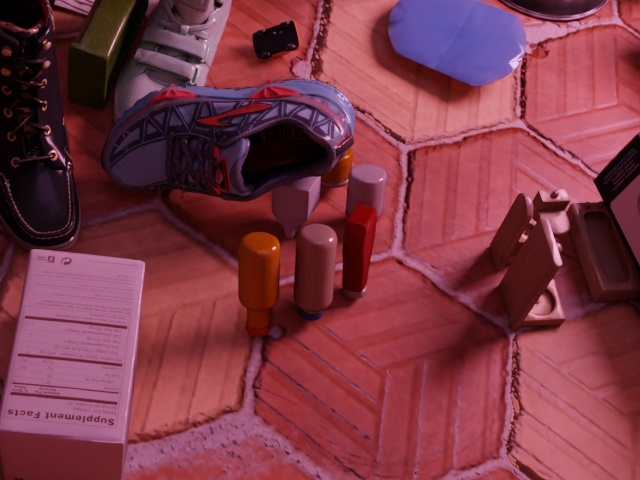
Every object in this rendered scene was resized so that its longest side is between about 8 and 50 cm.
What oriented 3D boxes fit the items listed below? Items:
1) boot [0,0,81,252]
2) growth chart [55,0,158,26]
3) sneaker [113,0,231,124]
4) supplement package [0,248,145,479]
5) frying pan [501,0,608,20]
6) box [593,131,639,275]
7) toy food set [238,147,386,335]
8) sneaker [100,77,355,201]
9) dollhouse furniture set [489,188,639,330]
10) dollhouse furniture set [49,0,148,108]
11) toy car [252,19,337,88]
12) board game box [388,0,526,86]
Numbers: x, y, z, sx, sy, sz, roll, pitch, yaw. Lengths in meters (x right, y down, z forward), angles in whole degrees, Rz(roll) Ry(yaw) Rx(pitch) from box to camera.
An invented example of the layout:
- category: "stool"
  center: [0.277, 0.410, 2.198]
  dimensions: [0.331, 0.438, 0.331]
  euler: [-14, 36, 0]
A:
- category: "boot"
  center: [-0.285, -0.122, 1.070]
  dimensions: [0.085, 0.179, 0.236]
  euler: [-9, 58, -19]
- category: "growth chart"
  center: [-0.290, -0.331, 1.312]
  dimensions: [0.237, 0.021, 0.172]
  euler: [14, 55, -6]
- category: "sneaker"
  center: [-0.156, -0.227, 1.190]
  dimensions: [0.094, 0.151, 0.256]
  euler: [17, 55, -3]
- category: "supplement package"
  center: [-0.215, 0.113, 0.969]
  dimensions: [0.105, 0.105, 0.179]
  euler: [7, 55, -8]
- category: "frying pan"
  center: [0.357, -0.387, 1.486]
  dimensions: [0.326, 0.053, 0.197]
  euler: [-15, 61, -18]
- category: "box"
  center: [0.425, 0.027, 1.163]
  dimensions: [0.169, 0.087, 0.290]
  euler: [1, 55, -30]
- category: "toy food set"
  center: [0.000, 0.000, 1.123]
  dimensions: [0.111, 0.105, 0.232]
  euler: [13, 35, 12]
- category: "sneaker"
  center: [-0.097, -0.094, 1.089]
  dimensions: [0.261, 0.104, 0.125]
  euler: [-10, 30, 8]
- category: "dollhouse furniture set"
  center: [0.270, -0.003, 1.148]
  dimensions: [0.151, 0.123, 0.144]
  euler: [-2, 56, -14]
- category: "dollhouse furniture set"
  center: [-0.277, -0.301, 1.105]
  dimensions: [0.197, 0.301, 0.151]
  euler: [20, 61, -3]
- category: "toy car"
  center: [-0.028, -0.199, 1.283]
  dimensions: [0.122, 0.060, 0.040]
  euler: [59, 18, 8]
- category: "board game box"
  center: [0.163, -0.241, 1.347]
  dimensions: [0.168, 0.033, 0.133]
  euler: [25, 59, 11]
